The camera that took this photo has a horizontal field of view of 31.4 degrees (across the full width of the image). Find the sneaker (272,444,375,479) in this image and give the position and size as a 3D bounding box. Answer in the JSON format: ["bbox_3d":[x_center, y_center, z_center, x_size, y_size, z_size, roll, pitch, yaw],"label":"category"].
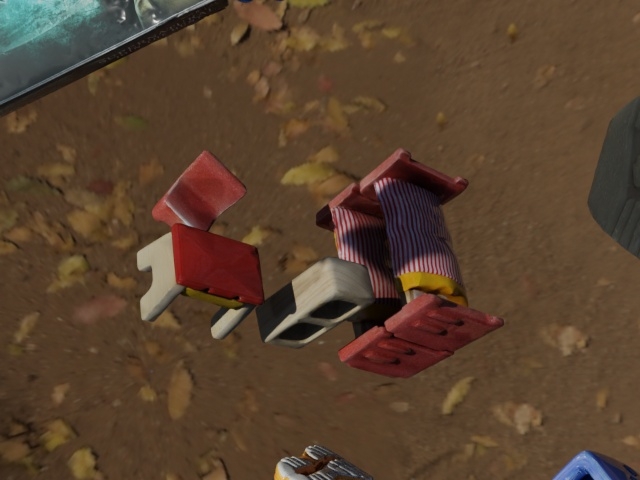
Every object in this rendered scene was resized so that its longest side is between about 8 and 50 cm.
[{"bbox_3d":[-0.006,0.301,1.362,0.084,0.215,0.083,25,96,28],"label":"sneaker"}]

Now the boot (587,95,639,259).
[{"bbox_3d":[0.201,-0.004,0.381,0.137,0.198,0.077,14,92,-30],"label":"boot"}]

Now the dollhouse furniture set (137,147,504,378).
[{"bbox_3d":[0.000,0.000,1.184,0.374,0.152,0.201,19,48,-39],"label":"dollhouse furniture set"}]

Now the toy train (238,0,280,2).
[{"bbox_3d":[-0.062,-0.286,1.089,0.184,0.080,0.105,-16,95,-50],"label":"toy train"}]

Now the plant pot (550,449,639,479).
[{"bbox_3d":[0.334,0.387,1.212,0.212,0.236,0.236,15,119,-40],"label":"plant pot"}]

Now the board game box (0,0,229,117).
[{"bbox_3d":[-0.151,-0.121,0.506,0.186,0.026,0.126,-27,89,-1],"label":"board game box"}]
